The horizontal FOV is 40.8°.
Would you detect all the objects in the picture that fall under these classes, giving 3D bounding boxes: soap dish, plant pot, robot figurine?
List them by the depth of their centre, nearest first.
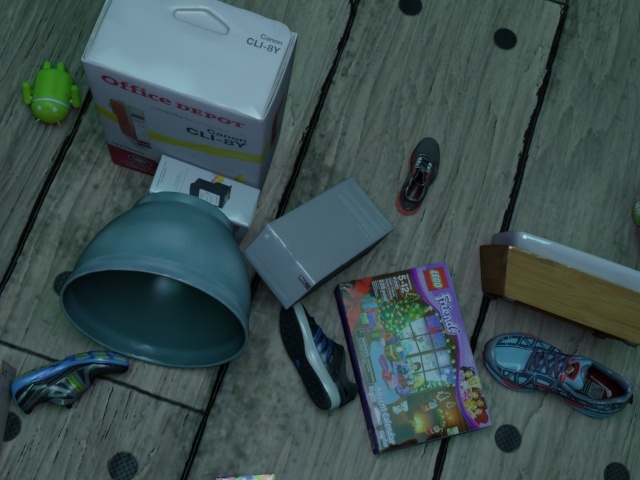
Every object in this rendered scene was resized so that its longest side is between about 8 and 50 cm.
[{"bbox_3d":[-0.241,0.047,1.368,0.293,0.293,0.196,12,56,-3],"label":"plant pot"},{"bbox_3d":[0.420,0.082,1.462,0.290,0.229,0.118,20,89,-1],"label":"soap dish"},{"bbox_3d":[-0.476,-0.259,1.527,0.101,0.067,0.115,5,73,-3],"label":"robot figurine"}]

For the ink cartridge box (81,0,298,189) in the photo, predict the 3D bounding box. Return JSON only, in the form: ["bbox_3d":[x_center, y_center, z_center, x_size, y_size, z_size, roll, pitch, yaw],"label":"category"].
[{"bbox_3d":[-0.204,-0.222,1.383,0.279,0.385,0.161,18,72,-1],"label":"ink cartridge box"}]

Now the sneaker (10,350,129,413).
[{"bbox_3d":[-0.403,0.230,1.400,0.188,0.067,0.078,-18,97,-13],"label":"sneaker"}]

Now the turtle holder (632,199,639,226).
[{"bbox_3d":[0.688,-0.042,1.521,0.320,0.227,0.243,-14,76,-11],"label":"turtle holder"}]

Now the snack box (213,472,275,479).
[{"bbox_3d":[-0.118,0.448,1.374,0.100,0.037,0.141,-2,74,-9],"label":"snack box"}]

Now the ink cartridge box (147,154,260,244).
[{"bbox_3d":[-0.202,-0.065,1.461,0.175,0.127,0.072,19,71,-10],"label":"ink cartridge box"}]

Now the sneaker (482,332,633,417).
[{"bbox_3d":[0.409,0.216,1.463,0.261,0.125,0.104,19,72,-1],"label":"sneaker"}]

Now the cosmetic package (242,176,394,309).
[{"bbox_3d":[0.000,0.000,1.439,0.238,0.107,0.127,-31,80,-42],"label":"cosmetic package"}]

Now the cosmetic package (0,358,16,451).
[{"bbox_3d":[-0.582,0.332,1.314,0.160,0.113,0.310,6,72,-5],"label":"cosmetic package"}]

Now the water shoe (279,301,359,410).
[{"bbox_3d":[-0.005,0.188,1.462,0.080,0.073,0.203,-12,73,-38],"label":"water shoe"}]

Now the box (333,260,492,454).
[{"bbox_3d":[0.155,0.197,1.473,0.200,0.057,0.293,-11,75,-11],"label":"box"}]

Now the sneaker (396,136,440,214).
[{"bbox_3d":[0.187,-0.124,1.569,0.061,0.065,0.158,19,72,-1],"label":"sneaker"}]
